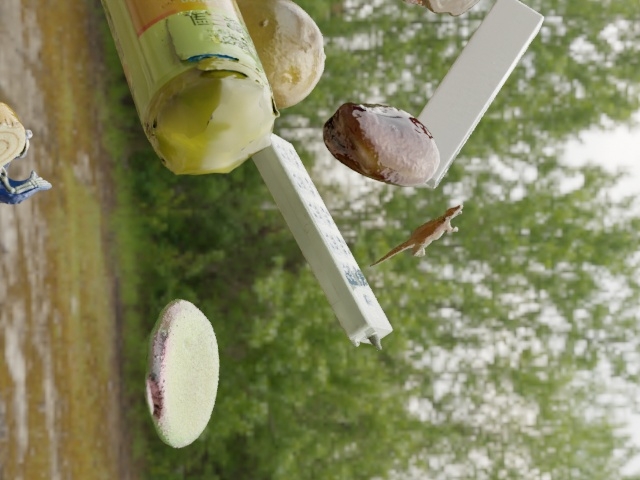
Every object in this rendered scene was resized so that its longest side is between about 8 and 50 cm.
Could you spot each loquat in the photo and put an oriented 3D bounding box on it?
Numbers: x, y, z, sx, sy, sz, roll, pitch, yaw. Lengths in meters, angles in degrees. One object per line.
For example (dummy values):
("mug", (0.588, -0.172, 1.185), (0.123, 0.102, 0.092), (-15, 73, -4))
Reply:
("loquat", (-0.086, -0.263, 1.597), (0.172, 0.204, 0.149), (50, -38, 5))

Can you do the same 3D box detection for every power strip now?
("power strip", (0.000, 0.000, 1.619), (0.367, 0.043, 0.106), (62, 15, 18))

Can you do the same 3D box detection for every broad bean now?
("broad bean", (0.086, -0.129, 1.500), (0.084, 0.165, 0.114), (-24, -117, 59))

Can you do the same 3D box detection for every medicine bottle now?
("medicine bottle", (-0.117, -0.166, 0.994), (0.124, 0.124, 0.239), (94, -22, -49))

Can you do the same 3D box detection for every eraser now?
("eraser", (0.223, -0.225, 1.700), (0.298, 0.078, 0.076), (-56, 173, -3))

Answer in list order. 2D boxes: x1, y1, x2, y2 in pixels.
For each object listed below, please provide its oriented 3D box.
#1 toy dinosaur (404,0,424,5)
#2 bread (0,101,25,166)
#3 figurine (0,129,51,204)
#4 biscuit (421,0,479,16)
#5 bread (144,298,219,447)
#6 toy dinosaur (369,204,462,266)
("toy dinosaur", (0.103, -0.446, 1.596), (0.097, 0.432, 0.208), (132, -34, -64))
("bread", (-0.594, -0.173, 1.977), (0.073, 0.149, 0.122), (52, -19, 25))
("figurine", (-0.645, -0.125, 2.116), (0.121, 0.262, 0.164), (-8, -70, 45))
("biscuit", (0.155, -0.410, 1.425), (0.047, 0.183, 0.319), (46, -25, 37))
("bread", (-0.204, 0.200, 1.704), (0.228, 0.034, 0.228), (-2, 90, -70))
("toy dinosaur", (0.156, -0.005, 1.806), (0.039, 0.162, 0.126), (63, -7, 15))
